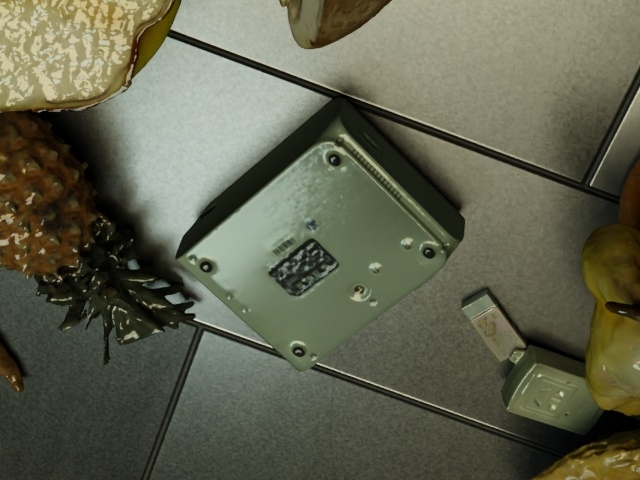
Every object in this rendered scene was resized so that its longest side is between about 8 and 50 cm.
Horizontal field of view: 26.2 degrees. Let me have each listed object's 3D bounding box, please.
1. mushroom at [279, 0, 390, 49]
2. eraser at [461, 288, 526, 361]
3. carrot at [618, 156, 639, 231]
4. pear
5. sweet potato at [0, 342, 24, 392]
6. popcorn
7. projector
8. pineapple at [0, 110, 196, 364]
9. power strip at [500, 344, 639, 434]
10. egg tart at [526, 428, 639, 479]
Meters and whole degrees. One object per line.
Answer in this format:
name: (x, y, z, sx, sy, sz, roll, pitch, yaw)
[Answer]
mushroom: (0.048, -0.319, 1.310, 0.151, 0.156, 0.285, -7, 122, -21)
eraser: (0.196, 0.096, 1.560, 0.038, 0.019, 0.083, -31, 110, 20)
carrot: (0.459, 0.008, 1.437, 0.258, 0.100, 0.307, -36, 110, 26)
pear: (-0.306, -0.307, 1.311, 0.386, 0.191, 0.340, 32, 113, -10)
sweet potato: (-0.431, 0.106, 1.634, 0.214, 0.050, 0.050, 36, 117, -19)
popcorn: (0.403, 0.109, 1.322, 0.297, 0.281, 0.315, 6, 119, 39)
projector: (0.000, 0.000, 1.484, 0.250, 0.108, 0.198, -38, 108, 23)
pineapple: (-0.277, 0.004, 1.513, 0.169, 0.169, 0.340, -31, 124, 21)
power strip: (0.290, 0.177, 1.572, 0.175, 0.042, 0.075, 18, 117, -14)
egg tart: (0.397, 0.313, 1.566, 0.352, 0.153, 0.339, -8, 125, 16)
